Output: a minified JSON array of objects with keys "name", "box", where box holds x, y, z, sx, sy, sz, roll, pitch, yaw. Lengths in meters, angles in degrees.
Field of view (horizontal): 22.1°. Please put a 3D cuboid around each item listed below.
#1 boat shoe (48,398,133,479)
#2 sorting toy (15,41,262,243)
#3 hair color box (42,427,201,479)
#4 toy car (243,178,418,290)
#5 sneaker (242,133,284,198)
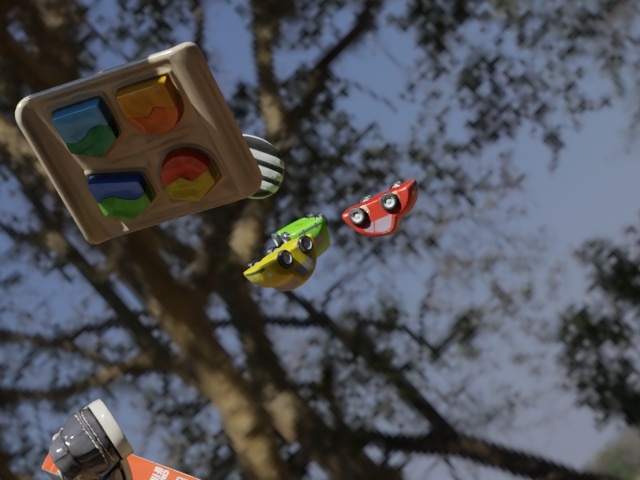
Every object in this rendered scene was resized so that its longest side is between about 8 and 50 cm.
[{"name":"boat shoe","box":[-0.203,0.185,1.397,0.065,0.075,0.206,-33,-8,-16]},{"name":"sorting toy","box":[-0.190,-0.095,1.727,0.208,0.193,0.038,-19,32,12]},{"name":"hair color box","box":[-0.203,0.264,1.745,0.093,0.167,0.053,77,-147,-62]},{"name":"toy car","box":[0.000,0.000,2.026,0.239,0.053,0.225,-29,8,-14]},{"name":"sneaker","box":[-0.191,-0.118,2.218,0.162,0.281,0.106,139,155,-81]}]
